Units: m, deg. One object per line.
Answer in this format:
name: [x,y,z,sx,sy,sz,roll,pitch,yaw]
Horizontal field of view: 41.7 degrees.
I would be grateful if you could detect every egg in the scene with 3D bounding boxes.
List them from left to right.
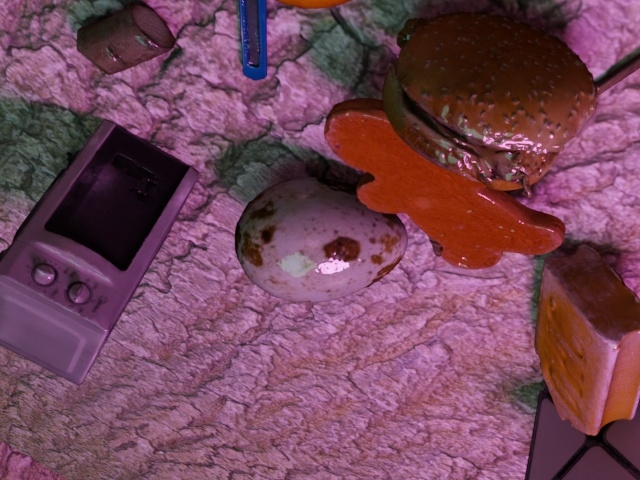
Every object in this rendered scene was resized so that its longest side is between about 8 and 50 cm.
egg: [0.000,0.000,1.118,0.231,0.169,0.169,1,139,9]

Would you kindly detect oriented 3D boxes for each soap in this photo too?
soap: [0.355,0.147,1.114,0.080,0.160,0.257,-19,137,-9]

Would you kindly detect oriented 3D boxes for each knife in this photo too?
knife: [-0.072,-0.290,0.920,0.044,0.026,0.296,6,140,3]

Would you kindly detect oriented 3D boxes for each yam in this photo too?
yam: [-0.247,-0.242,1.031,0.147,0.069,0.069,-10,131,34]

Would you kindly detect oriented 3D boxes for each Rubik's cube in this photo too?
Rubik's cube: [0.473,0.351,1.219,0.259,0.254,0.260,40,140,-19]

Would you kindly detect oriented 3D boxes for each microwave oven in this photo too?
microwave oven: [-0.335,0.014,1.199,0.181,0.295,0.237,30,142,-9]

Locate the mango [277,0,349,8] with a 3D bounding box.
mango: [0.001,-0.286,0.831,0.178,0.090,0.115,-22,126,42]

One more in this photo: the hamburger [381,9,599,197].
hamburger: [0.160,-0.152,0.839,0.215,0.189,0.122,33,137,13]

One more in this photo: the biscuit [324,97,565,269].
biscuit: [0.137,-0.068,0.974,0.324,0.049,0.205,31,152,-27]

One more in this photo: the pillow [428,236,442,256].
pillow: [0.171,-0.052,1.070,0.113,0.038,0.203,-4,136,26]

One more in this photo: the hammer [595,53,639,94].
hammer: [0.356,-0.208,0.801,0.058,0.029,0.292,37,142,-14]
